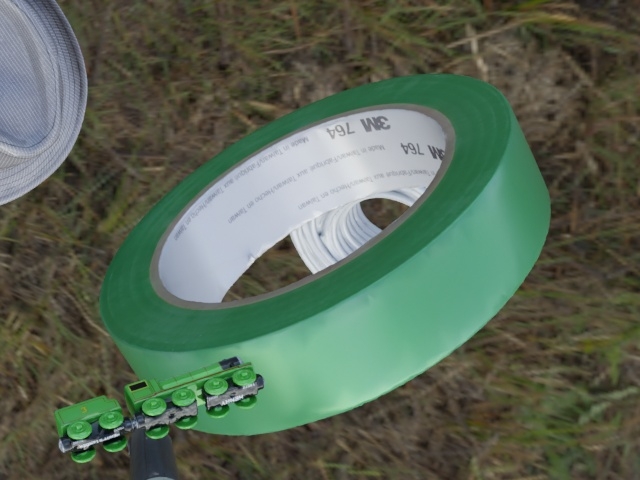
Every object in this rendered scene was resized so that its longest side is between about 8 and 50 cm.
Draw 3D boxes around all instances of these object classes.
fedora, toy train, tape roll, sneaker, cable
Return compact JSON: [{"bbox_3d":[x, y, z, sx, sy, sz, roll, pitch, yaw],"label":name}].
[{"bbox_3d":[-0.334,-0.162,1.304,0.243,0.124,0.275,-33,111,-24],"label":"fedora"},{"bbox_3d":[-0.062,0.063,0.511,0.083,0.024,0.017,-16,127,-21],"label":"toy train"},{"bbox_3d":[0.000,0.000,0.940,0.321,0.321,0.077,-39,119,-18],"label":"tape roll"},{"bbox_3d":[-0.202,0.336,1.656,0.083,0.118,0.222,0,129,-12],"label":"sneaker"},{"bbox_3d":[0.083,-0.024,1.567,0.257,0.257,0.089,24,45,2],"label":"cable"}]
